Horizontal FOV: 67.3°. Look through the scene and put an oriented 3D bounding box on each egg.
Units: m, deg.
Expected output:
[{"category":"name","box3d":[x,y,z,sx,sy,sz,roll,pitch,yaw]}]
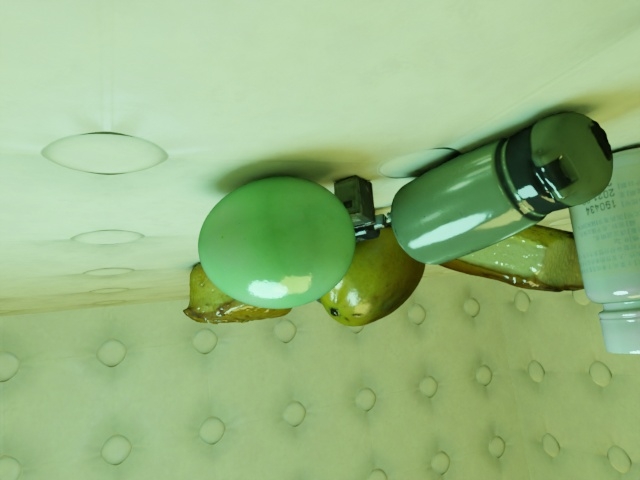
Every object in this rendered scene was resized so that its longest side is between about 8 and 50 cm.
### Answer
[{"category":"egg","box3d":[-0.075,0.004,0.806,0.269,0.220,0.220,-2,172,16]}]

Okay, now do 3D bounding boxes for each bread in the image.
[{"category":"bread","box3d":[0.446,0.016,1.159,0.323,0.143,0.333,2,-168,-40]},{"category":"bread","box3d":[-0.271,0.175,1.642,0.398,0.215,0.398,-6,170,-1]}]

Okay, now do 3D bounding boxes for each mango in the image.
[{"category":"mango","box3d":[0.165,0.088,1.375,0.220,0.301,0.445,32,-152,26]}]

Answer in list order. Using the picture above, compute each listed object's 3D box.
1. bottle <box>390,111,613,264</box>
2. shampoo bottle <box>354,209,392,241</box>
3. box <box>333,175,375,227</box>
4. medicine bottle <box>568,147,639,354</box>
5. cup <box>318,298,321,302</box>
[{"category":"bottle","box3d":[0.282,-0.079,0.783,0.168,0.168,0.347,0,163,-36]},{"category":"shampoo bottle","box3d":[0.053,-0.022,1.171,0.309,0.071,0.098,-12,168,24]},{"category":"box","box3d":[0.060,-0.072,0.883,0.060,0.085,0.063,-12,161,30]},{"category":"medicine bottle","box3d":[0.622,0.020,0.942,0.213,0.379,0.213,-6,171,-1]},{"category":"cup","box3d":[0.055,0.129,1.562,0.186,0.258,0.234,-51,164,-7]}]
